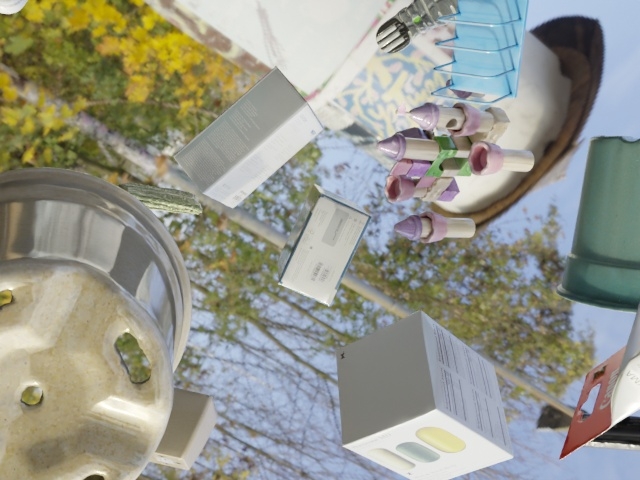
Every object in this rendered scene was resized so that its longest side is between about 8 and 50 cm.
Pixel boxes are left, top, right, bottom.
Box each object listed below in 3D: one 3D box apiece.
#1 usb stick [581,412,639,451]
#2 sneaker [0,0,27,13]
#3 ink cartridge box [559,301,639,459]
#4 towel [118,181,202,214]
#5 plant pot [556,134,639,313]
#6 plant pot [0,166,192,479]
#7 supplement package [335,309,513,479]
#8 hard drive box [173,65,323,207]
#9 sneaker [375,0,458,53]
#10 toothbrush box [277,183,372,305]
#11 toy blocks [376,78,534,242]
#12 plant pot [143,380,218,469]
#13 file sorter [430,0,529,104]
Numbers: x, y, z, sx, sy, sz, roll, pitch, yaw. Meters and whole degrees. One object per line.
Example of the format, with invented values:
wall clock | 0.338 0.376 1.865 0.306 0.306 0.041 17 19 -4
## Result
usb stick | 0.529 0.296 1.085 0.077 0.277 0.045 -37 125 -68
sneaker | -0.528 -0.487 1.214 0.094 0.080 0.212 125 -33 -61
ink cartridge box | 0.342 0.114 0.778 0.232 0.066 0.189 -45 176 37
towel | -0.293 -0.079 1.317 0.110 0.148 0.027 -140 -120 -64
plant pot | 0.672 -0.044 1.468 0.341 0.340 0.334 -159 -110 -71
plant pot | -0.270 0.102 0.695 0.334 0.333 0.305 -59 -160 -3
supplement package | 0.188 0.299 1.323 0.199 0.262 0.198 -30 -137 28
hard drive box | -0.119 -0.174 1.270 0.232 0.089 0.181 -40 170 3
sneaker | 0.217 -0.471 1.461 0.228 0.086 0.132 -24 -161 21
toothbrush box | 0.000 0.000 1.639 0.295 0.126 0.216 -122 -123 -81
toy blocks | 0.212 -0.186 1.476 0.289 0.259 0.309 -59 -140 47
plant pot | -0.225 0.286 1.090 0.109 0.109 0.096 95 9 -60
file sorter | 0.248 -0.311 1.142 0.104 0.118 0.170 -29 128 -48
